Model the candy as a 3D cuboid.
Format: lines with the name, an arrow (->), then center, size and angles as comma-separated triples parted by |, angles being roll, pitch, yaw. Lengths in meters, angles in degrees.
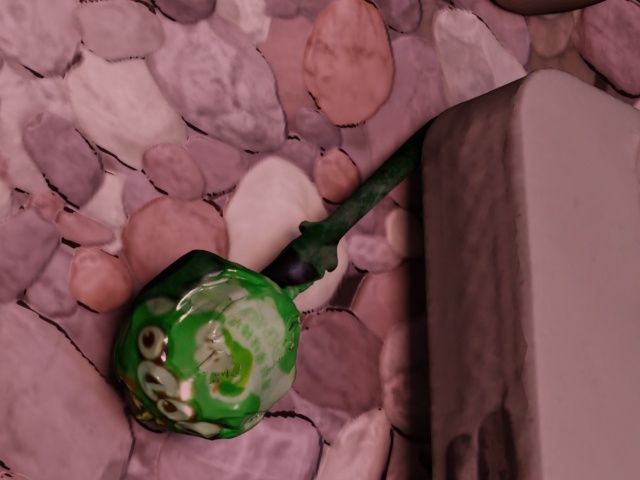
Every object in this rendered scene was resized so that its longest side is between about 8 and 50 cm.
candy -> 0.001, 0.002, 0.967 | 0.323, 0.097, 0.097 | -43, 106, -46

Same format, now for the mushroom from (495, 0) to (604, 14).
mushroom -> 0.170, -0.224, 1.147 | 0.188, 0.117, 0.141 | -11, 97, -45

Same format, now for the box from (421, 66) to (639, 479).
box -> 0.226, 0.128, 1.059 | 0.396, 0.111, 0.396 | 21, 59, -38
